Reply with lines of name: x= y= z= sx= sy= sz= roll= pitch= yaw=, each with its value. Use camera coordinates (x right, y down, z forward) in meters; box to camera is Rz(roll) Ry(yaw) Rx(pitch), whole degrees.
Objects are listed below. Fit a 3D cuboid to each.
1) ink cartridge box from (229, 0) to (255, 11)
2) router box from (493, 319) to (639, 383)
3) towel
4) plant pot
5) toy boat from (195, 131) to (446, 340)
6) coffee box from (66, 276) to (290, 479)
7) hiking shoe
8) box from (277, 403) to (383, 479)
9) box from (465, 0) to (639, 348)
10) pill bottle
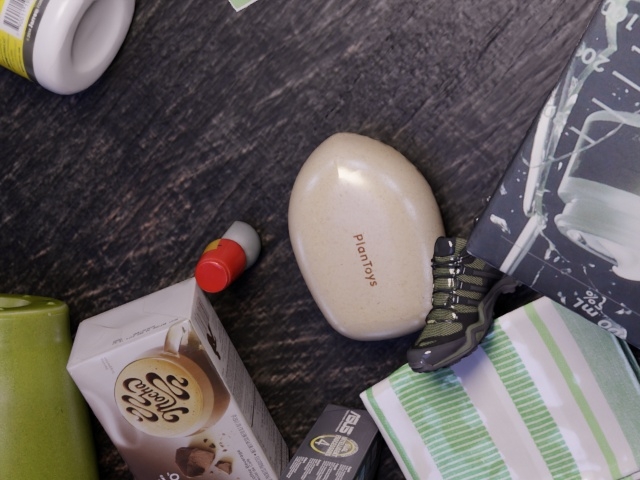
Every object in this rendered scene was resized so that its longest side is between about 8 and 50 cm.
ink cartridge box: x=-0.102 y=-0.420 z=1.466 sx=0.171 sy=0.056 sz=0.235 roll=-25 pitch=119 yaw=27
router box: x=0.341 y=0.237 z=1.460 sx=0.309 sy=0.081 sz=0.242 roll=5 pitch=106 yaw=20
towel: x=0.233 y=0.218 z=1.431 sx=0.325 sy=0.038 sz=0.247 roll=-28 pitch=92 yaw=26
plant pot: x=-0.471 y=0.255 z=1.654 sx=0.367 sy=0.366 sz=0.352 roll=3 pitch=94 yaw=20
toy boat: x=0.000 y=0.000 z=1.507 sx=0.318 sy=0.148 sz=0.267 roll=-9 pitch=106 yaw=15
coffee box: x=-0.171 y=0.218 z=1.526 sx=0.168 sy=0.119 sz=0.297 roll=-21 pitch=114 yaw=9
hiking shoe: x=0.155 y=0.054 z=1.411 sx=0.114 sy=0.227 sz=0.086 roll=50 pitch=150 yaw=-17
box: x=-0.019 y=0.420 z=1.475 sx=0.097 sy=0.395 sz=0.318 roll=9 pitch=106 yaw=13
box: x=0.450 y=-0.100 z=1.010 sx=0.480 sy=0.297 sz=0.471 roll=29 pitch=143 yaw=7
pill bottle: x=-0.421 y=-0.336 z=1.537 sx=0.334 sy=0.188 sz=0.187 roll=28 pitch=112 yaw=12
